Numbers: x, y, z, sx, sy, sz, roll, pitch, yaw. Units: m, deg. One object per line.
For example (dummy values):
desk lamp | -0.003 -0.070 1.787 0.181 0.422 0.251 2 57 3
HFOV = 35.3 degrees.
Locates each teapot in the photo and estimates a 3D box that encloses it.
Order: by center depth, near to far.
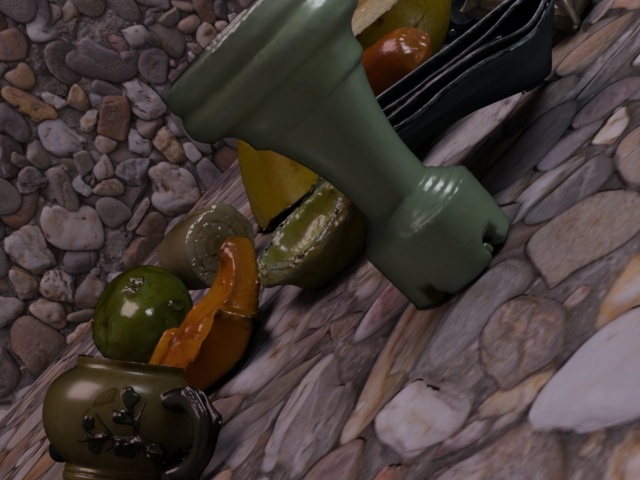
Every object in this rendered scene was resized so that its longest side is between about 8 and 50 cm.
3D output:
teapot | -0.209 0.221 1.088 0.269 0.173 0.182 0 79 41

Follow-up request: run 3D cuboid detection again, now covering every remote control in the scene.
remote control | 0.299 -0.474 1.873 0.266 0.090 0.066 -40 29 19

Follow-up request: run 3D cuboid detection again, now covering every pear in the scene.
pear | 0.089 -0.348 1.797 0.386 0.191 0.340 -47 26 -9
pear | -0.071 -0.163 1.875 0.267 0.178 0.267 -40 8 7

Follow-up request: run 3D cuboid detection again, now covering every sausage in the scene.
sausage | 0.069 -0.217 1.424 0.238 0.098 0.098 -39 12 47

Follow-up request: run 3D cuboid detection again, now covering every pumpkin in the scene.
pumpkin | -0.181 0.150 1.334 0.290 0.095 0.258 -46 15 13

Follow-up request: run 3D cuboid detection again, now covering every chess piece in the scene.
chess piece | 0.029 -0.084 0.889 0.194 0.299 0.194 -43 10 10

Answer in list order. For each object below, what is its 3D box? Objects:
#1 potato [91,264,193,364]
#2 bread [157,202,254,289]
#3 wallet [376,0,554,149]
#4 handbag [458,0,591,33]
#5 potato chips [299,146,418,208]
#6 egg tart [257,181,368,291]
potato | -0.305 0.133 1.724 0.186 0.148 0.253 -59 18 10
bread | -0.201 0.015 1.794 0.148 0.134 0.141 -59 20 -22
wallet | 0.129 -0.147 1.083 0.290 0.054 0.251 -35 -9 8
handbag | 0.312 -0.359 1.329 0.182 0.117 0.270 14 48 28
potato chips | 0.101 -0.164 1.525 0.358 0.070 0.429 -40 12 33
egg tart | 0.000 0.000 1.271 0.197 0.078 0.197 -44 13 13
